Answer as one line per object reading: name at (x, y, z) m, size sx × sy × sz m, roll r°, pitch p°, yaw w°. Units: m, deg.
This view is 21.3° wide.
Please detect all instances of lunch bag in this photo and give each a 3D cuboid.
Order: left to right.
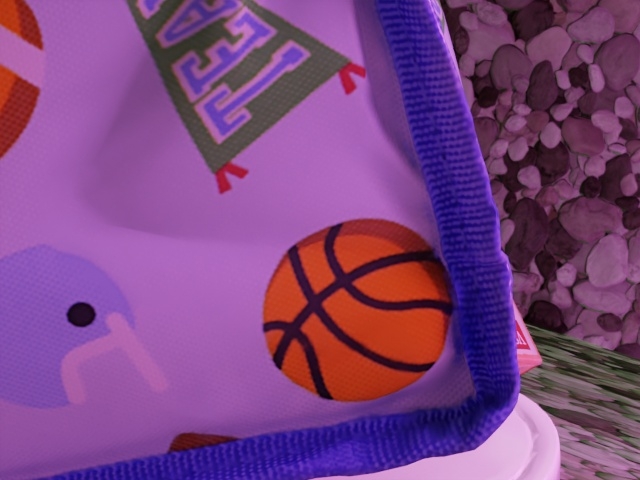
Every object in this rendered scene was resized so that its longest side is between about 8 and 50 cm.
lunch bag at (-0.154, -0.038, 0.557) m, size 0.385 × 0.239 × 0.328 m, roll -11°, pitch 17°, yaw -1°

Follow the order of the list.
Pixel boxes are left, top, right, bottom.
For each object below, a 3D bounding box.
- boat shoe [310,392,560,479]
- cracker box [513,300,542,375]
boat shoe at (-0.061, 0.100, 0.660) m, size 0.319 × 0.099 × 0.116 m, roll 5°, pitch 35°, yaw 24°
cracker box at (0.000, 0.000, 0.937) m, size 0.067 × 0.155 × 0.232 m, roll 11°, pitch 51°, yaw -60°
